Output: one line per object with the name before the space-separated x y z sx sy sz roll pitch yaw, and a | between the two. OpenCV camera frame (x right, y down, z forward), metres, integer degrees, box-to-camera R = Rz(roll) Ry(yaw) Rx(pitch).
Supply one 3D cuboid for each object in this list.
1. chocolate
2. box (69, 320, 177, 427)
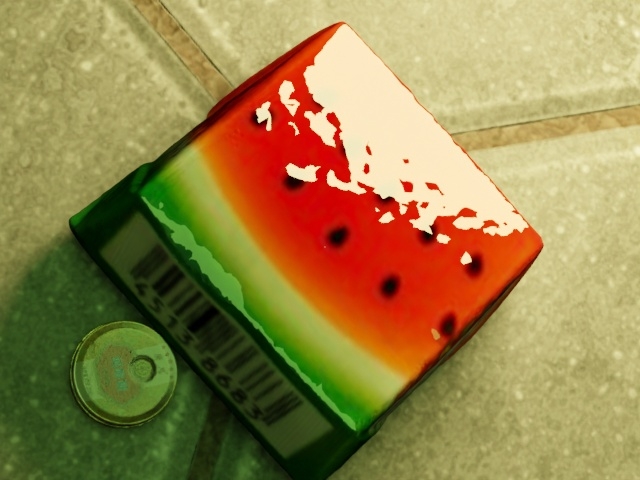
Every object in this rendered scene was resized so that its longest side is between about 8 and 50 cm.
chocolate | 0.000 0.000 1.609 0.360 0.161 0.341 48 64 -1
box | -0.192 0.131 1.595 0.105 0.037 0.105 4 77 -16
